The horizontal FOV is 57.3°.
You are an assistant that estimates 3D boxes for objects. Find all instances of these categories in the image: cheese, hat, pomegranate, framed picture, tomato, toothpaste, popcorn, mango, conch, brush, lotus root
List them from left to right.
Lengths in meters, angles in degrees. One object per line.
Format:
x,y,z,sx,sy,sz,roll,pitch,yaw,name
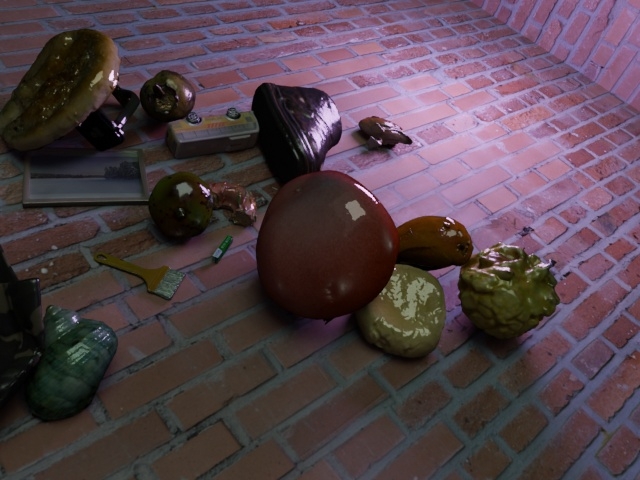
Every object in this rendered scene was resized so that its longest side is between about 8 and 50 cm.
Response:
-0.667,0.168,1.057,0.367,0.257,0.382,-25,22,-19,hat
-0.462,0.214,1.077,0.176,0.121,0.188,-23,51,-9,conch
-0.588,-0.163,1.476,0.290,0.016,0.213,-3,48,-22,framed picture
-0.414,0.068,1.316,0.205,0.011,0.083,21,45,2,brush
-0.427,-0.398,1.636,0.154,0.153,0.278,7,14,-13,lotus root
-0.337,-0.091,1.414,0.159,0.159,0.205,-2,23,-22,pomegranate
-0.237,0.020,1.418,0.017,0.020,0.083,23,44,6,toothpaste
0.000,0.000,1.314,0.342,0.272,0.341,-14,37,10,tomato
0.184,0.160,1.368,0.214,0.117,0.225,12,48,0,cheese
0.262,0.013,1.472,0.156,0.249,0.151,29,60,-42,mango
0.454,0.118,1.417,0.249,0.225,0.249,21,53,-31,popcorn

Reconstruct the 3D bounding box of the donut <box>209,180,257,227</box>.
-0.232,-0.106,1.514,0.166,0.065,0.117,20,44,-2,donut

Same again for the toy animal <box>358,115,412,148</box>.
0.216,-0.359,1.918,0.188,0.089,0.179,20,31,5,toy animal

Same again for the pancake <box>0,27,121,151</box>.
-0.668,-0.386,1.474,0.387,0.082,0.386,-15,56,23,pancake

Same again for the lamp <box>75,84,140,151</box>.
-0.578,-0.386,1.550,0.203,0.125,0.283,48,27,-33,lamp

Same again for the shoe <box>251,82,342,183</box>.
-0.043,-0.309,1.709,0.237,0.171,0.383,-4,48,-27,shoe

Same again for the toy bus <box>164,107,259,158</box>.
-0.302,-0.305,1.670,0.268,0.092,0.106,-14,62,-31,toy bus
